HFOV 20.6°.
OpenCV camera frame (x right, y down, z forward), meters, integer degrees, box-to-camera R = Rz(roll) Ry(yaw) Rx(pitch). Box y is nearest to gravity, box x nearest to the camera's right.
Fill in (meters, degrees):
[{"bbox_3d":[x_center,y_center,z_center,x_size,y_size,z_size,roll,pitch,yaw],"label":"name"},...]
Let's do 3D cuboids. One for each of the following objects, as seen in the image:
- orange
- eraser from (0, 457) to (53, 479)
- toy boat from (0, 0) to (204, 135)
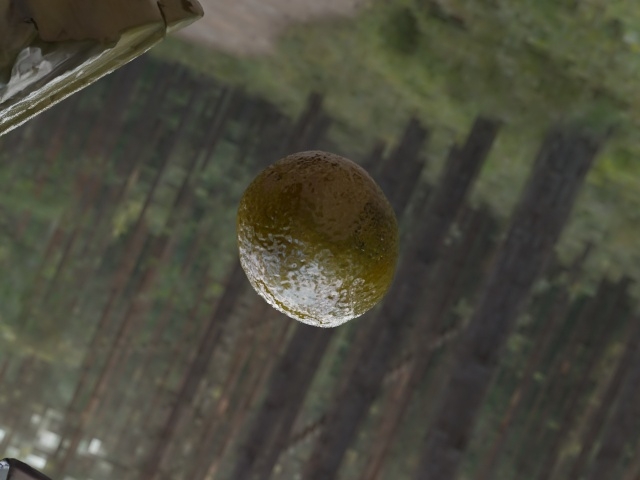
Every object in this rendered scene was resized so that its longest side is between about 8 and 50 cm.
[{"bbox_3d":[0.000,0.000,0.912,0.085,0.085,0.095,27,151,53],"label":"orange"},{"bbox_3d":[-0.131,0.252,1.161,0.287,0.086,0.130,36,149,-25],"label":"eraser"},{"bbox_3d":[-0.264,-0.033,0.790,0.136,0.445,0.162,62,176,1],"label":"toy boat"}]
